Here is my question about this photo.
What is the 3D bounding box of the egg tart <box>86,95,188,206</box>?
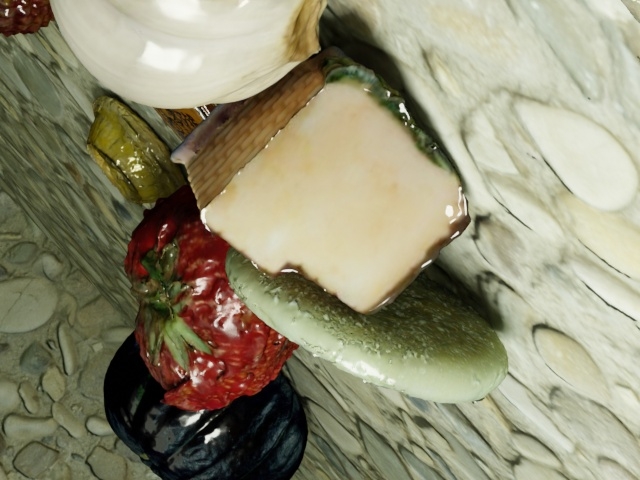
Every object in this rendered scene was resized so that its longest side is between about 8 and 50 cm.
[{"bbox_3d":[-0.258,-0.111,1.793,0.191,0.074,0.191,47,168,13],"label":"egg tart"}]

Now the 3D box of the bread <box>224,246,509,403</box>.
[{"bbox_3d":[0.043,0.055,1.124,0.267,0.040,0.267,22,-164,-7],"label":"bread"}]

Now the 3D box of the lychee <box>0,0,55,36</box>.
[{"bbox_3d":[-0.330,-0.289,1.320,0.188,0.188,0.188,45,165,16],"label":"lychee"}]

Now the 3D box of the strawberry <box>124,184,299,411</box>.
[{"bbox_3d":[-0.105,0.058,1.519,0.274,0.220,0.274,7,99,55],"label":"strawberry"}]

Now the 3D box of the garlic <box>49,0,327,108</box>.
[{"bbox_3d":[-0.098,-0.195,0.879,0.203,0.184,0.281,46,165,10],"label":"garlic"}]

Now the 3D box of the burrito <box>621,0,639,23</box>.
[{"bbox_3d":[0.169,-0.107,0.612,0.171,0.042,0.051,48,165,-8],"label":"burrito"}]

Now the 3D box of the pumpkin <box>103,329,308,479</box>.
[{"bbox_3d":[-0.191,0.285,2.205,0.363,0.266,0.363,40,161,17],"label":"pumpkin"}]

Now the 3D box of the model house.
[{"bbox_3d":[-0.002,-0.061,1.043,0.183,0.166,0.172,41,-173,-31],"label":"model house"}]

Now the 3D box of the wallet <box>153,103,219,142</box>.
[{"bbox_3d":[-0.142,-0.137,1.438,0.161,0.042,0.195,56,164,-26],"label":"wallet"}]

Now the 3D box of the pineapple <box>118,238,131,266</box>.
[{"bbox_3d":[-0.185,0.070,1.968,0.130,0.119,0.277,1,-153,-44],"label":"pineapple"}]
